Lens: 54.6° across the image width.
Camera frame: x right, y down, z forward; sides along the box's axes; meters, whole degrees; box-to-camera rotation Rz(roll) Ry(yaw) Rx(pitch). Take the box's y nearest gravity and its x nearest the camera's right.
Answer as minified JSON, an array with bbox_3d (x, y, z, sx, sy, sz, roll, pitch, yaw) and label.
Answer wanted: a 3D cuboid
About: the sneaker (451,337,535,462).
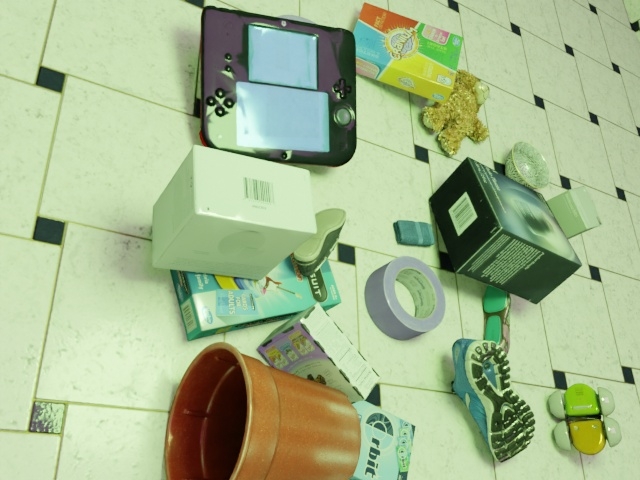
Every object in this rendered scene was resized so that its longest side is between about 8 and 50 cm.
[{"bbox_3d":[0.399,0.369,1.468,0.129,0.147,0.330,-23,103,-14],"label":"sneaker"}]

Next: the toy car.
[{"bbox_3d":[0.696,0.473,1.633,0.136,0.159,0.182,45,39,-55],"label":"toy car"}]

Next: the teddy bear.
[{"bbox_3d":[0.425,-0.399,1.887,0.338,0.113,0.245,-28,87,-40],"label":"teddy bear"}]

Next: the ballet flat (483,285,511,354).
[{"bbox_3d":[0.477,0.204,1.654,0.079,0.076,0.222,34,54,-39],"label":"ballet flat"}]

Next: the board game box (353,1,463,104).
[{"bbox_3d":[0.241,-0.545,1.796,0.316,0.064,0.242,19,56,-3],"label":"board game box"}]

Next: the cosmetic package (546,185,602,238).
[{"bbox_3d":[0.670,-0.050,1.796,0.107,0.238,0.127,-13,75,-38],"label":"cosmetic package"}]

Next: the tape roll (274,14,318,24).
[{"bbox_3d":[-0.049,-0.438,1.593,0.274,0.090,0.275,16,59,-28],"label":"tape roll"}]

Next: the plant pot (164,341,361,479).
[{"bbox_3d":[-0.090,0.338,1.084,0.265,0.272,0.273,21,57,-35],"label":"plant pot"}]

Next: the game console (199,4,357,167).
[{"bbox_3d":[-0.090,-0.347,1.437,0.386,0.060,0.342,1,91,-26],"label":"game console"}]

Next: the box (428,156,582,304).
[{"bbox_3d":[0.482,-0.028,1.643,0.294,0.183,0.296,21,37,-26],"label":"box"}]

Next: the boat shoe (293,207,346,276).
[{"bbox_3d":[0.000,0.000,1.339,0.075,0.065,0.206,10,37,21],"label":"boat shoe"}]

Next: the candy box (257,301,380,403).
[{"bbox_3d":[-0.006,0.242,1.231,0.196,0.165,0.070,50,45,-3],"label":"candy box"}]

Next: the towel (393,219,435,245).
[{"bbox_3d":[0.245,-0.018,1.625,0.119,0.029,0.067,5,64,-33],"label":"towel"}]

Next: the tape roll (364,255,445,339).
[{"bbox_3d":[0.204,0.138,1.486,0.189,0.080,0.189,15,60,-29],"label":"tape roll"}]

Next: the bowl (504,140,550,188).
[{"bbox_3d":[0.640,-0.223,1.965,0.170,0.080,0.170,16,59,-27],"label":"bowl"}]

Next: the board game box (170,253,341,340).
[{"bbox_3d":[-0.141,0.047,1.294,0.336,0.079,0.254,-7,72,-37],"label":"board game box"}]

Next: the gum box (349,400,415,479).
[{"bbox_3d":[0.106,0.431,1.297,0.184,0.041,0.157,29,54,-19],"label":"gum box"}]

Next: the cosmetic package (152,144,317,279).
[{"bbox_3d":[-0.163,-0.040,1.123,0.224,0.224,0.138,9,59,-31],"label":"cosmetic package"}]
